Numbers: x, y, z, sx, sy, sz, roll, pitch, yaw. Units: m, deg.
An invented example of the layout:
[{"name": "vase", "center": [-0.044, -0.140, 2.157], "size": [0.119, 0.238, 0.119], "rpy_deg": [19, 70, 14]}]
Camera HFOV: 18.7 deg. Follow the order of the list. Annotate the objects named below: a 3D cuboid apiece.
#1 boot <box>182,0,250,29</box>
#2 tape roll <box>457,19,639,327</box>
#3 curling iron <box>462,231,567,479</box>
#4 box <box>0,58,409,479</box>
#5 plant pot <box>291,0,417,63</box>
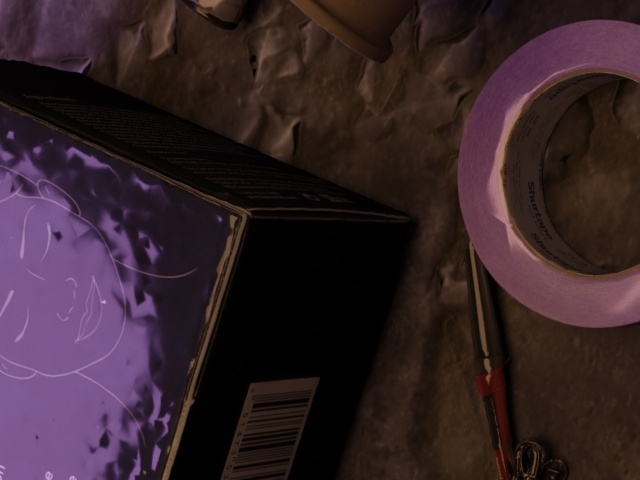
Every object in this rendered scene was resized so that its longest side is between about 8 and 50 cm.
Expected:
[{"name": "boot", "center": [-0.037, -0.291, 1.944], "size": [0.222, 0.118, 0.338], "rpy_deg": [-52, 55, 24]}, {"name": "tape roll", "center": [0.265, -0.059, 1.760], "size": [0.275, 0.090, 0.275], "rpy_deg": [0, 90, 31]}, {"name": "curling iron", "center": [0.176, 0.124, 1.846], "size": [0.068, 0.035, 0.274], "rpy_deg": [-17, 82, 26]}, {"name": "box", "center": [-0.234, 0.113, 1.936], "size": [0.472, 0.297, 0.480], "rpy_deg": [25, 103, 31]}, {"name": "plant pot", "center": [0.045, -0.371, 1.617], "size": [0.305, 0.334, 0.334], "rpy_deg": [-43, 69, 13]}]
